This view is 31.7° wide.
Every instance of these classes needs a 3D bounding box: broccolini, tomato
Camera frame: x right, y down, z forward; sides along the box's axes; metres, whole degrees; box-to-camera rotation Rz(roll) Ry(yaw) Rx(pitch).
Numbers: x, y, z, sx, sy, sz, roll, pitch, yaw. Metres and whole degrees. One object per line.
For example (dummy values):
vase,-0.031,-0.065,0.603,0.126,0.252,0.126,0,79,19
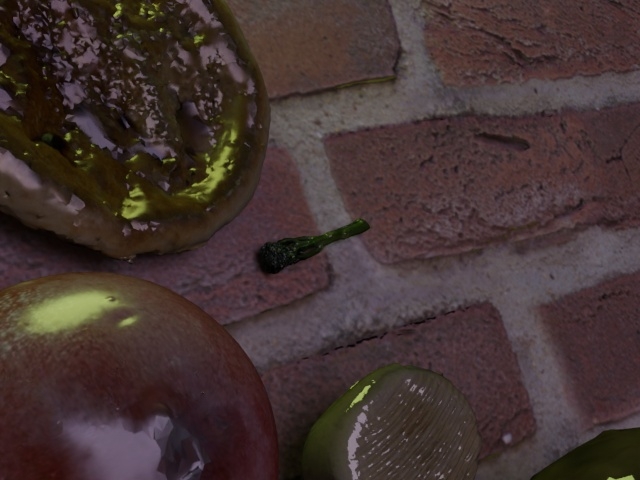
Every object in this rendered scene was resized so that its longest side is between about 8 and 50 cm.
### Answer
broccolini,0.000,0.000,1.060,0.140,0.035,0.030,-19,87,-42
tomato,-0.151,0.149,0.758,0.270,0.227,0.270,14,66,-33

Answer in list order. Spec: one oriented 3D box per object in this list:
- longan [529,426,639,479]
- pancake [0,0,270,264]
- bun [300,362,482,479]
longan,0.307,0.342,0.924,0.391,0.391,0.391,15,62,-31
pancake,-0.188,-0.138,0.960,0.356,0.065,0.356,19,58,-33
bun,0.055,0.192,0.968,0.173,0.113,0.167,-6,82,-40
